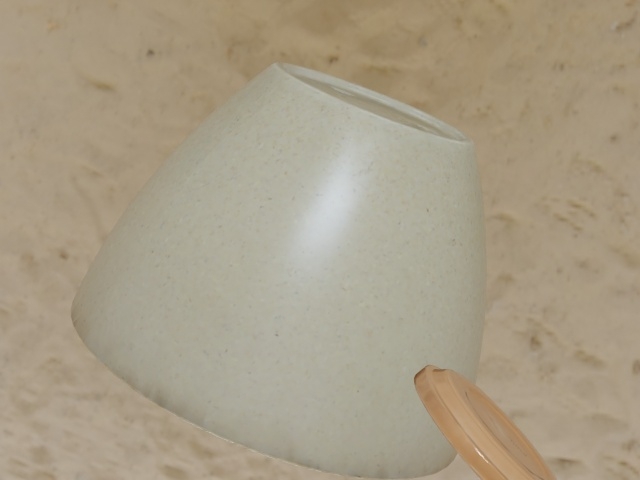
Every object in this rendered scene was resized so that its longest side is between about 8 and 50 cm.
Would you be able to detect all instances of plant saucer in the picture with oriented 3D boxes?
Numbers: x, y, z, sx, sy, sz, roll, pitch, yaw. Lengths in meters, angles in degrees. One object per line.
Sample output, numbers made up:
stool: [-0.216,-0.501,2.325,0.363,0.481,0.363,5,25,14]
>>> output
plant saucer: [0.071,0.082,0.476,0.013,0.083,0.083,-43,115,10]

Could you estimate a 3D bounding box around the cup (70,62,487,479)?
cup: [0.000,0.000,0.930,0.331,0.331,0.237,21,103,-4]
